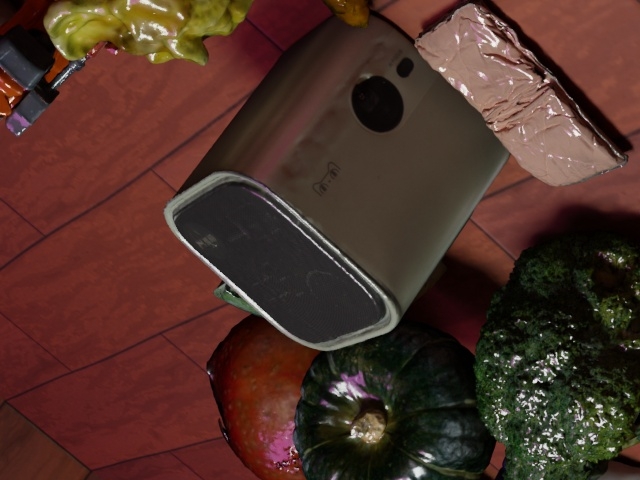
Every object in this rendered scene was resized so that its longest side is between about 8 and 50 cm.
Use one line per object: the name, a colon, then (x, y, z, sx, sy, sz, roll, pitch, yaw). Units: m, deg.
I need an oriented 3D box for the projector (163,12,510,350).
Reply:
projector: (0.016, -0.059, 1.818, 0.248, 0.249, 0.248, 41, 154, -12)

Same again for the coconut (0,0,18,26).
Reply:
coconut: (-0.477, -0.242, 2.178, 0.224, 0.224, 0.234, 41, 126, -10)

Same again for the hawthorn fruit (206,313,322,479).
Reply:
hawthorn fruit: (-0.007, 0.206, 2.281, 0.316, 0.316, 0.316, 29, 154, 15)

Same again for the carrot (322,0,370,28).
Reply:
carrot: (-0.030, -0.317, 1.644, 0.066, 0.066, 0.314, 11, 146, 43)

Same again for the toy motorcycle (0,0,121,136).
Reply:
toy motorcycle: (-0.327, -0.224, 1.968, 0.148, 0.221, 0.326, 43, -161, -10)

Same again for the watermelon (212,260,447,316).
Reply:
watermelon: (0.000, 0.000, 2.025, 0.193, 0.310, 0.232, 126, 128, -65)

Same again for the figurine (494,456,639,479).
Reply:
figurine: (0.418, 0.399, 2.254, 0.421, 0.154, 0.193, 43, 121, 3)

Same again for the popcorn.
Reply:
popcorn: (-0.170, -0.270, 1.716, 0.235, 0.217, 0.181, 28, 161, -25)

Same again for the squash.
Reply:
squash: (0.087, 0.218, 2.024, 0.252, 0.252, 0.165, 19, 178, 32)

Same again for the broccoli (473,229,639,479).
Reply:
broccoli: (0.302, 0.146, 1.843, 0.283, 0.304, 0.321, 8, 161, -12)

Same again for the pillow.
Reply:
pillow: (0.197, -0.141, 1.695, 0.232, 0.043, 0.126, 45, 149, -14)
